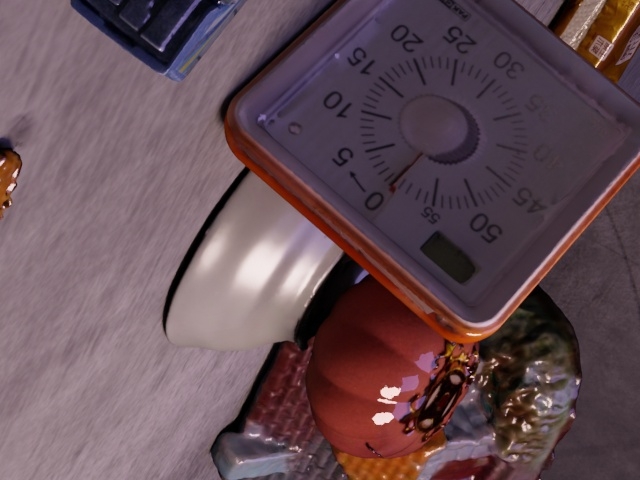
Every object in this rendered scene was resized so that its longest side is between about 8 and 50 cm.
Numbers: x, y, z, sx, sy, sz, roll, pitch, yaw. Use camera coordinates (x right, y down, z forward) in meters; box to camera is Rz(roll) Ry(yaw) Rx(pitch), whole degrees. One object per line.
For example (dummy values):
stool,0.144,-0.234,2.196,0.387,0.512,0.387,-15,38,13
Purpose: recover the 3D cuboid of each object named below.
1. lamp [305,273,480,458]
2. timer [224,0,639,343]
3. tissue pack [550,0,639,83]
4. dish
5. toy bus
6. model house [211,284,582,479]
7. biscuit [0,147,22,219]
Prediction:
lamp,0.058,0.103,1.455,0.182,0.140,0.182,-40,147,-33
timer,0.081,-0.064,1.273,0.250,0.257,0.161,-43,172,-41
tissue pack,0.347,-0.265,2.011,0.183,0.092,0.226,-30,152,-58
dish,0.000,0.000,1.484,0.316,0.106,0.316,-48,167,-15
toy bus,-0.038,-0.199,0.903,0.236,0.079,0.094,-52,-177,-2
model house,0.063,0.182,1.933,0.339,0.297,0.360,-4,140,-30
biscuit,-0.272,0.067,0.934,0.232,0.013,0.237,-37,161,-49
